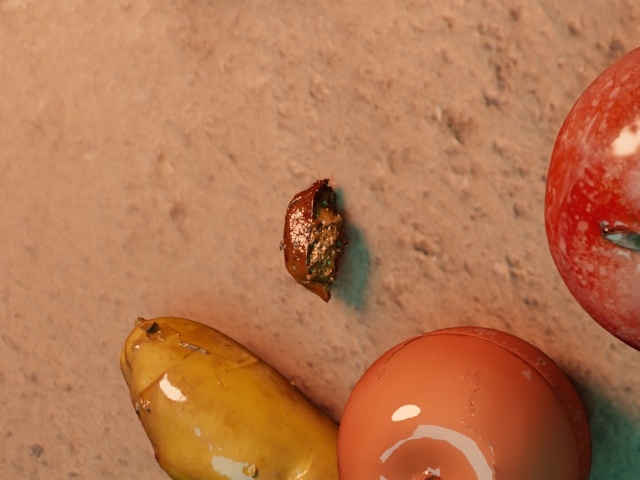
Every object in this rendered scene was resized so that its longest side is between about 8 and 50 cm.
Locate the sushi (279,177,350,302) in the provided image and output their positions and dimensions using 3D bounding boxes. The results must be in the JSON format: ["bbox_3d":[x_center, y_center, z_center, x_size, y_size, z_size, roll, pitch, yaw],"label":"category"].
[{"bbox_3d":[-0.002,0.000,1.377,0.060,0.061,0.118,0,105,37],"label":"sushi"}]

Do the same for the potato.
[{"bbox_3d":[-0.083,0.188,1.411,0.300,0.173,0.140,37,111,13],"label":"potato"}]

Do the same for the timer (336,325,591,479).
[{"bbox_3d":[0.131,0.191,1.292,0.230,0.215,0.229,4,101,21],"label":"timer"}]

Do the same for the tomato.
[{"bbox_3d":[0.312,-0.042,1.126,0.270,0.227,0.270,5,122,8],"label":"tomato"}]
